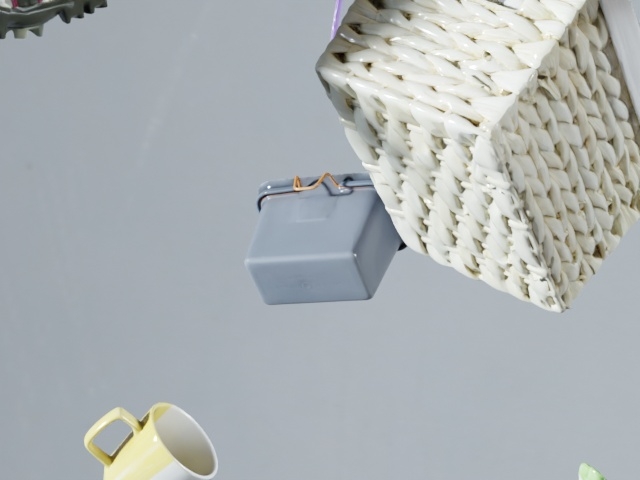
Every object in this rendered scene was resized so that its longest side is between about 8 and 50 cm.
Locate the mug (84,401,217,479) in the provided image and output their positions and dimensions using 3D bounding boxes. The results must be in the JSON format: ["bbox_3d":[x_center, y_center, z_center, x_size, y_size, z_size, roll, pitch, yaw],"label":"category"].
[{"bbox_3d":[-0.118,0.147,1.285,0.064,0.062,0.078,-40,88,21],"label":"mug"}]

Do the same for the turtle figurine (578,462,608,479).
[{"bbox_3d":[0.167,0.309,1.486,0.266,0.275,0.198,-49,34,-3],"label":"turtle figurine"}]

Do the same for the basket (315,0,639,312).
[{"bbox_3d":[0.081,-0.058,0.876,0.113,0.167,0.103,25,68,33],"label":"basket"}]

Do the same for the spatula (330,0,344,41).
[{"bbox_3d":[0.053,-0.232,1.157,0.030,0.084,0.296,25,87,2],"label":"spatula"}]

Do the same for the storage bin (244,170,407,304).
[{"bbox_3d":[0.000,0.000,1.618,0.135,0.098,0.091,-4,40,25],"label":"storage bin"}]

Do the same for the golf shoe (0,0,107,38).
[{"bbox_3d":[-0.187,-0.149,0.774,0.105,0.273,0.120,46,132,48],"label":"golf shoe"}]
